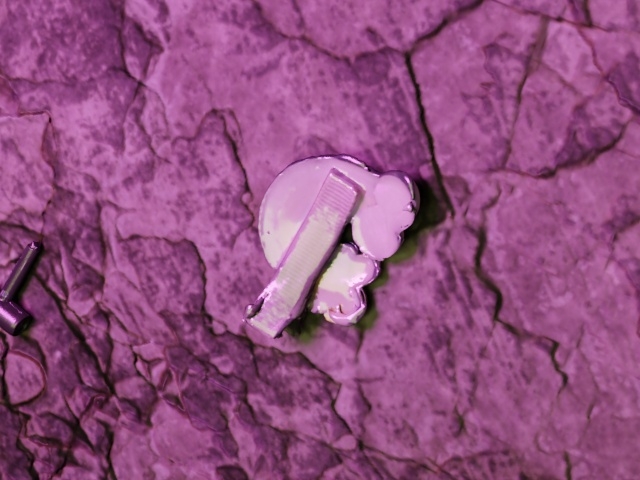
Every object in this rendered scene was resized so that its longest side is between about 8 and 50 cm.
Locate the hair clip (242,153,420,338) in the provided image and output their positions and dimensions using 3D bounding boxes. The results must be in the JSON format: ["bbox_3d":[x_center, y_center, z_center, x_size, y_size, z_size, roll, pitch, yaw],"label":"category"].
[{"bbox_3d":[0.000,0.000,1.286,0.116,0.049,0.172,33,110,12],"label":"hair clip"}]

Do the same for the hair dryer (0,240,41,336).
[{"bbox_3d":[-0.259,0.037,1.434,0.047,0.026,0.083,35,106,13],"label":"hair dryer"}]
